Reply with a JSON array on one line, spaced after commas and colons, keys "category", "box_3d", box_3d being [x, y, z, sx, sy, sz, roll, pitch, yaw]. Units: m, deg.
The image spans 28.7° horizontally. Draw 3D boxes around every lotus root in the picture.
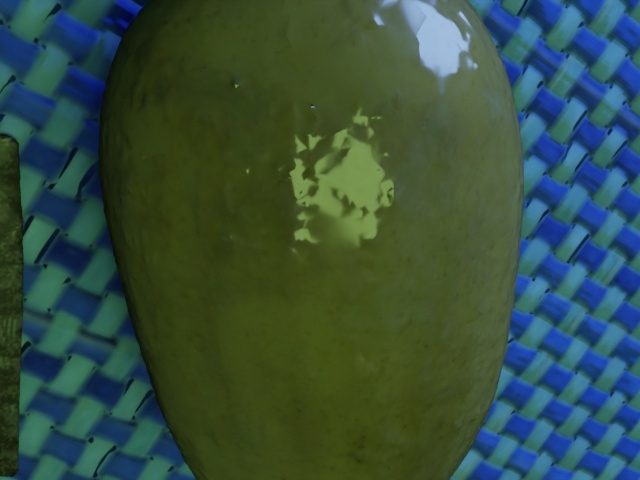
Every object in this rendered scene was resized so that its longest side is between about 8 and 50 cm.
[{"category": "lotus root", "box_3d": [-0.002, 0.002, 0.459, 0.146, 0.131, 0.303, -16, 121, -19]}]

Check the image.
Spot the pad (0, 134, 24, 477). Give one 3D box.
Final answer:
[{"category": "pad", "box_3d": [-0.225, 0.038, 0.448, 0.235, 0.003, 0.158, -5, 118, -24]}]
